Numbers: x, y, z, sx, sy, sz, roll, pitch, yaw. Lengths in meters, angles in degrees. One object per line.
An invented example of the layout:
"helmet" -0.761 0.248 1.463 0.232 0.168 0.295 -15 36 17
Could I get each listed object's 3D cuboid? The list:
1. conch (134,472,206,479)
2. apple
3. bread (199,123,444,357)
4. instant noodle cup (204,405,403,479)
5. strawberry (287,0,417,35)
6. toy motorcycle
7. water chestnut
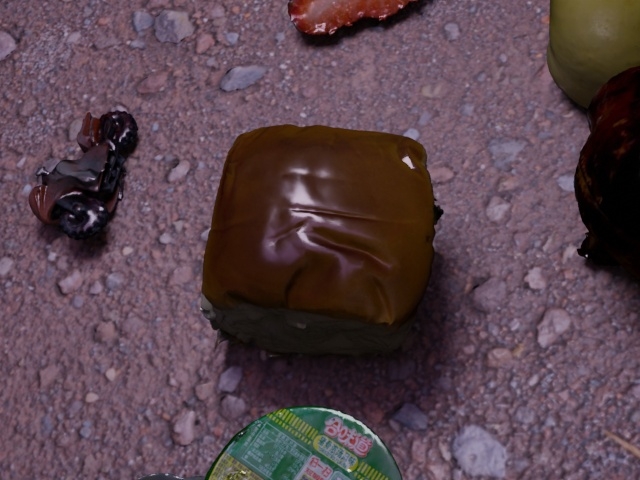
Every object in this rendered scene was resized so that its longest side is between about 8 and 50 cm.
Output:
"conch" -0.236 0.349 1.163 0.277 0.195 0.220 -18 37 31
"apple" 0.409 -0.311 1.295 0.257 0.233 0.295 4 65 19
"bread" 0.000 0.000 1.243 0.279 0.225 0.250 4 66 11
"instant noodle cup" 0.005 0.301 1.082 0.207 0.233 0.207 -6 63 12
"strawberry" 0.061 -0.392 1.507 0.236 0.107 0.175 -14 98 8
"toy motorcycle" -0.327 -0.094 1.455 0.118 0.084 0.212 2 56 16
"water chestnut" 0.407 -0.061 1.169 0.289 0.244 0.289 0 88 -9
